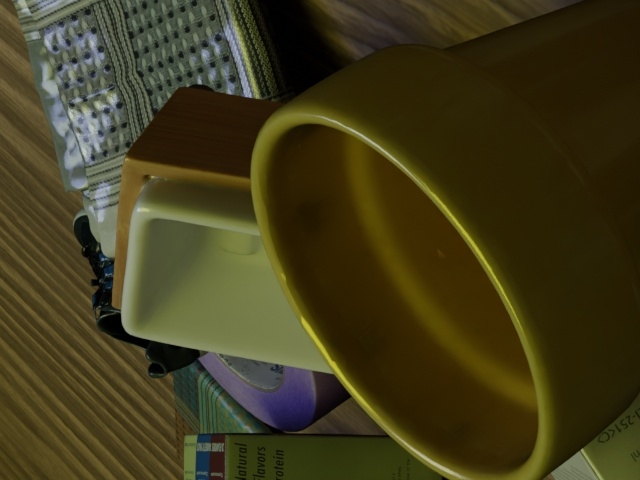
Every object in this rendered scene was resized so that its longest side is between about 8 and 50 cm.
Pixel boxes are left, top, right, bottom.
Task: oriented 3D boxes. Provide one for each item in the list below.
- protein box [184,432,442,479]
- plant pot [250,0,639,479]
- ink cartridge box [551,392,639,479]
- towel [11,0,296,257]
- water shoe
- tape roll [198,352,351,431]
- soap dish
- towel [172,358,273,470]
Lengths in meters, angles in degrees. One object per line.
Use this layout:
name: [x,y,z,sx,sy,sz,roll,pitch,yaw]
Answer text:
protein box: [-0.010,0.272,1.624,0.136,0.201,0.200,163,109,-69]
plant pot: [0.127,-0.021,1.057,0.254,0.239,0.254,43,152,29]
ink cartridge box: [0.231,0.206,1.230,0.261,0.066,0.296,58,178,0]
towel: [-0.150,-0.150,1.509,0.324,0.056,0.312,-11,98,51]
water shoe: [-0.184,0.044,1.702,0.203,0.080,0.073,42,152,30]
tape roll: [-0.059,0.036,1.665,0.275,0.090,0.275,44,153,29]
soap dish: [0.000,0.000,1.320,0.290,0.118,0.229,9,151,-4]
towel: [-0.044,0.301,2.032,0.370,0.040,0.271,47,153,26]
